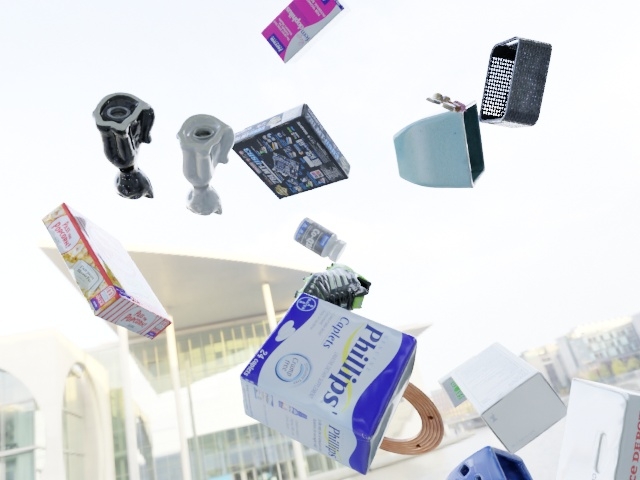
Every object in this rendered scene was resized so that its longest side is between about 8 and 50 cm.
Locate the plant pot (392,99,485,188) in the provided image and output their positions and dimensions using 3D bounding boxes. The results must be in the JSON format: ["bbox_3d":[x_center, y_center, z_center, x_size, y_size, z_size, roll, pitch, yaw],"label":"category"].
[{"bbox_3d":[0.383,-0.306,1.714,0.252,0.248,0.247,-3,18,29],"label":"plant pot"}]

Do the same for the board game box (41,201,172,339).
[{"bbox_3d":[-0.317,0.049,0.777,0.045,0.193,0.147,-40,-25,-5],"label":"board game box"}]

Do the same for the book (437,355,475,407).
[{"bbox_3d":[0.446,0.436,1.607,0.144,0.096,0.035,-32,8,-13],"label":"book"}]

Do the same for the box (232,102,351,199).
[{"bbox_3d":[-0.096,-0.278,1.710,0.293,0.073,0.295,-14,-43,31],"label":"box"}]

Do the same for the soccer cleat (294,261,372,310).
[{"bbox_3d":[0.018,0.071,0.682,0.179,0.072,0.060,-30,-40,-64],"label":"soccer cleat"}]

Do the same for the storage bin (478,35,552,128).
[{"bbox_3d":[0.433,-0.349,1.164,0.084,0.180,0.122,7,8,-12],"label":"storage bin"}]

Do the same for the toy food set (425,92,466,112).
[{"bbox_3d":[0.260,-0.280,1.055,0.019,0.077,0.122,-66,-11,23],"label":"toy food set"}]

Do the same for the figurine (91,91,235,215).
[{"bbox_3d":[-0.259,-0.124,0.882,0.214,0.092,0.209,14,-38,-3],"label":"figurine"}]

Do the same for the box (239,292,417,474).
[{"bbox_3d":[0.011,0.135,0.518,0.137,0.126,0.072,19,-46,20],"label":"box"}]

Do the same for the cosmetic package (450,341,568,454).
[{"bbox_3d":[0.428,0.353,1.222,0.160,0.113,0.309,-37,0,4],"label":"cosmetic package"}]

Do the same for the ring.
[{"bbox_3d":[0.168,0.453,1.396,0.336,0.336,0.032,-36,12,43],"label":"ring"}]

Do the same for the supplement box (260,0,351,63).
[{"bbox_3d":[-0.040,-0.602,1.433,0.220,0.111,0.114,-37,8,23],"label":"supplement box"}]

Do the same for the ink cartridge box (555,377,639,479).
[{"bbox_3d":[0.527,0.346,0.825,0.272,0.197,0.114,15,-6,-18],"label":"ink cartridge box"}]

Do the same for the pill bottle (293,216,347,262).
[{"bbox_3d":[0.000,0.000,1.429,0.078,0.137,0.078,-55,-13,-19],"label":"pill bottle"}]

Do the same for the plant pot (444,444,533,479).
[{"bbox_3d":[0.401,0.650,1.225,0.212,0.236,0.236,-37,-44,19],"label":"plant pot"}]
